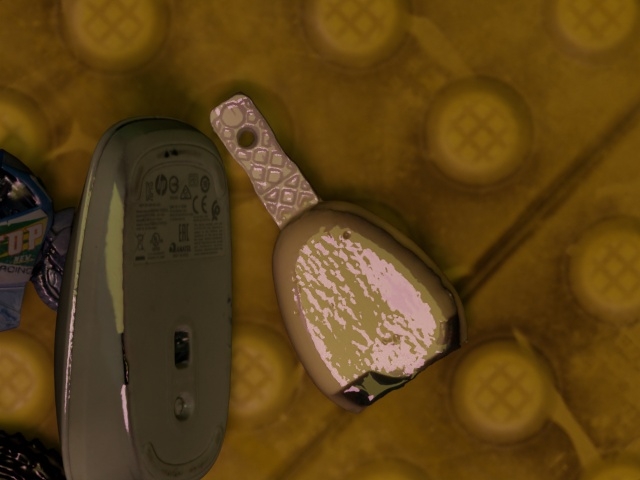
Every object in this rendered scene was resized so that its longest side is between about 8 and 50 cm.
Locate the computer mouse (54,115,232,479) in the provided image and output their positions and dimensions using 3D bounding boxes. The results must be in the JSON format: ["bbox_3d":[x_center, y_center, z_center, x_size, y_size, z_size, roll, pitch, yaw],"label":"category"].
[{"bbox_3d":[-0.137,0.055,1.405,0.097,0.159,0.288,0,93,31],"label":"computer mouse"}]

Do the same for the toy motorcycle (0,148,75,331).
[{"bbox_3d":[-0.273,0.012,1.412,0.254,0.092,0.136,-14,101,-19],"label":"toy motorcycle"}]

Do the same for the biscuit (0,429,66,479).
[{"bbox_3d":[-0.255,0.234,1.454,0.194,0.053,0.195,0,96,-2],"label":"biscuit"}]

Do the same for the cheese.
[{"bbox_3d":[0.000,0.000,1.448,0.127,0.054,0.251,-34,95,1],"label":"cheese"}]
